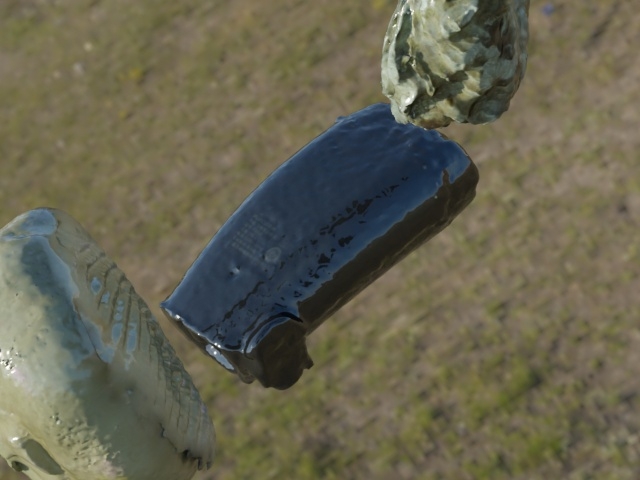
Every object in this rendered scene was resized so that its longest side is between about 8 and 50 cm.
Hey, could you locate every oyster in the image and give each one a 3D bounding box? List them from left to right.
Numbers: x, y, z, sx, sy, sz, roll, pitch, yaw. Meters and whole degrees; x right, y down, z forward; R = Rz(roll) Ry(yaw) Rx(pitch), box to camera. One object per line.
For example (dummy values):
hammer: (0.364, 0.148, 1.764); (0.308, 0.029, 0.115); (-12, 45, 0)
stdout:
oyster: (0.080, -0.113, 0.882); (0.064, 0.125, 0.177); (20, 8, 18)

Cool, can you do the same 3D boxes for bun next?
bun: (-0.184, 0.092, 1.219); (0.141, 0.239, 0.239); (-34, 20, 0)

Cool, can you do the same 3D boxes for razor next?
razor: (-0.002, -0.002, 1.712); (0.327, 0.107, 0.189); (-43, 45, -16)
